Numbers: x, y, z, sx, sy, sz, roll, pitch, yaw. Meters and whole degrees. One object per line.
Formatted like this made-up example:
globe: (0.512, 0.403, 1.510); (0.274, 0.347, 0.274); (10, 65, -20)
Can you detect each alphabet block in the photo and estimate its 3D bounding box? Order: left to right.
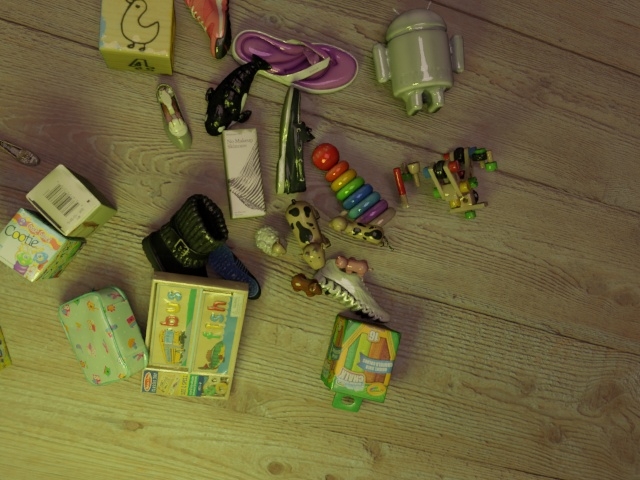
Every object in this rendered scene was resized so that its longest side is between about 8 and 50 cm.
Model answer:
alphabet block: (-0.537, -0.615, 1.754); (0.197, 0.193, 0.192); (2, 90, -11)

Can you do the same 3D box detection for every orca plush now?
orca plush: (-0.261, -0.444, 1.818); (0.287, 0.102, 0.151); (-40, 99, 4)

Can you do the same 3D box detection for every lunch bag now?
lunch bag: (-0.633, 0.274, 1.716); (0.224, 0.108, 0.279); (-21, 91, 33)

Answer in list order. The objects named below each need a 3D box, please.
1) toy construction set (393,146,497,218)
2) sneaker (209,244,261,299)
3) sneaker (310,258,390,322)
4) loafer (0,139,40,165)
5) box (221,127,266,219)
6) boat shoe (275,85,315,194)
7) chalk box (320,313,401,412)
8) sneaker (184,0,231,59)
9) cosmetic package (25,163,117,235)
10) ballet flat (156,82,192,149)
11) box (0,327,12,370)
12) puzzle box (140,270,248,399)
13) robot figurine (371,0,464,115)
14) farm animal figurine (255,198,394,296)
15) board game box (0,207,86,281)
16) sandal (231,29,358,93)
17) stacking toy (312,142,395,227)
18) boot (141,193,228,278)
toy construction set: (0.414, -0.161, 1.937); (0.309, 0.257, 0.237); (-12, 104, 9)
sneaker: (-0.273, 0.099, 1.854); (0.081, 0.090, 0.232); (-40, 75, -8)
sneaker: (0.115, 0.167, 1.915); (0.292, 0.110, 0.118); (35, 74, -9)
loafer: (-0.898, -0.259, 1.751); (0.125, 0.039, 0.045); (28, 83, -9)
box: (-0.242, -0.206, 1.852); (0.113, 0.094, 0.274); (-8, 91, -11)
boat shoe: (-0.073, -0.312, 1.871); (0.113, 0.127, 0.339); (5, 90, -11)
chalk box: (0.116, 0.399, 1.867); (0.180, 0.179, 0.288); (14, 86, -10)
sneaker: (-0.353, -0.712, 1.848); (0.136, 0.116, 0.313); (-3, 83, -1)
cosmetic package: (-0.688, -0.102, 1.660); (0.129, 0.296, 0.153); (-45, 96, -8)
ballet flat: (-0.458, -0.383, 1.826); (0.072, 0.068, 0.213); (-21, 93, -11)
box: (-1.039, 0.322, 1.584); (0.279, 0.290, 0.176); (-17, 92, -10)
puzzle box: (-0.377, 0.290, 1.745); (0.272, 0.052, 0.408); (8, 115, -10)
robot figurine: (0.321, -0.591, 1.917); (0.300, 0.200, 0.353); (-8, 90, -5)
farm animal figurine: (0.000, 0.000, 1.786); (0.330, 0.172, 0.326); (-40, 74, 3)
board game box: (-0.780, 0.014, 1.649); (0.144, 0.275, 0.142); (37, 82, -8)
sandal: (-0.076, -0.574, 1.888); (0.417, 0.102, 0.169); (7, 88, -11)
stacking toy: (0.094, -0.176, 1.904); (0.141, 0.141, 0.330); (-38, 92, -10)
boot: (-0.352, 0.063, 1.744); (0.260, 0.131, 0.347); (-32, 95, 25)
